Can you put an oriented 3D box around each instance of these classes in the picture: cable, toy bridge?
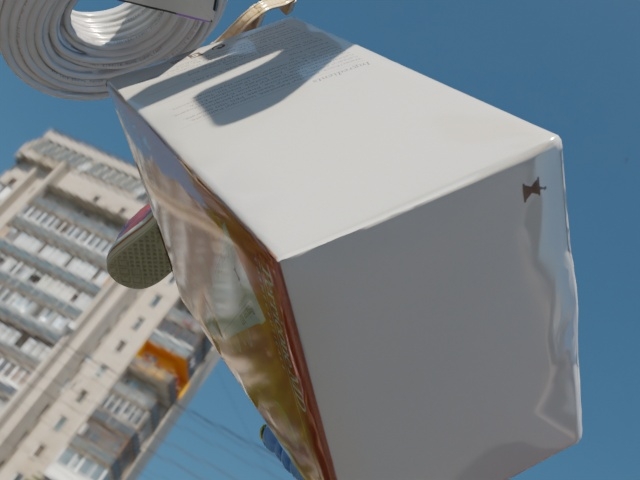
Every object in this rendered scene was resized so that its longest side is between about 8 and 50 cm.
[{"bbox_3d":[-0.221,-0.256,0.927,0.257,0.257,0.089,91,-25,-65],"label":"cable"},{"bbox_3d":[-0.104,-0.344,1.403,0.026,0.188,0.063,46,-27,5],"label":"toy bridge"}]

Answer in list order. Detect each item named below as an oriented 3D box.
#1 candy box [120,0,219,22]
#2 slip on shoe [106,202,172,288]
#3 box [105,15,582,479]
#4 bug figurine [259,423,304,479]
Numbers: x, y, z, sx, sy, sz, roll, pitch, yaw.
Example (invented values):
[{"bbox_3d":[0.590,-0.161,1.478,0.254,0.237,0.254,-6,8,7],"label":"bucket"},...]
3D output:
[{"bbox_3d":[-0.147,-0.281,0.734,0.165,0.196,0.070,12,-41,-7],"label":"candy box"},{"bbox_3d":[-0.181,-0.046,1.298,0.331,0.101,0.123,-32,-55,27],"label":"slip on shoe"},{"bbox_3d":[0.000,0.000,0.621,0.345,0.168,0.215,42,-30,55],"label":"box"},{"bbox_3d":[0.020,0.277,0.761,0.216,0.072,0.279,26,-48,59],"label":"bug figurine"}]
